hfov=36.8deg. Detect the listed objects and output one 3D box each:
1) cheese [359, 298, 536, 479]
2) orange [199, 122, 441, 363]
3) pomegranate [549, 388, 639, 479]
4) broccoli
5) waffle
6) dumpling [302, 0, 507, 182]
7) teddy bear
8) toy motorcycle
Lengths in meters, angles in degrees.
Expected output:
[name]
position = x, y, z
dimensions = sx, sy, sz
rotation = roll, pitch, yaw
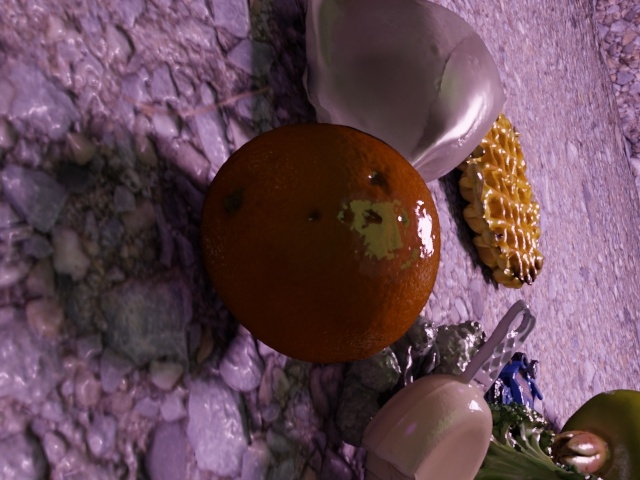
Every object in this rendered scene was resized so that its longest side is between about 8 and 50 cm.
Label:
[cheese]
position = 0.127, 0.177, 0.922
dimensions = 0.249, 0.070, 0.163
rotation = -40, 140, -21
[orange]
position = 0.000, 0.000, 0.780
dimensions = 0.206, 0.206, 0.206
rotation = 37, 47, -53
[pomegranate]
position = 0.466, 0.346, 1.544
dimensions = 0.301, 0.236, 0.236
rotation = 16, 61, -31
[broccoli]
position = 0.238, 0.297, 1.029
dimensions = 0.269, 0.269, 0.254
rotation = 15, 72, -61
[waffle]
position = 0.277, -0.079, 1.507
dimensions = 0.329, 0.062, 0.329
rotation = 33, 51, -53
[dumpling]
position = 0.078, -0.190, 1.067
dimensions = 0.341, 0.181, 0.260
rotation = -37, 92, -31
[teddy bear]
position = 0.087, 0.124, 0.987
dimensions = 0.213, 0.133, 0.111
rotation = -9, 42, -42
[toy motorcycle]
position = 0.265, 0.225, 1.340
dimensions = 0.205, 0.076, 0.114
rotation = -17, 103, -66
